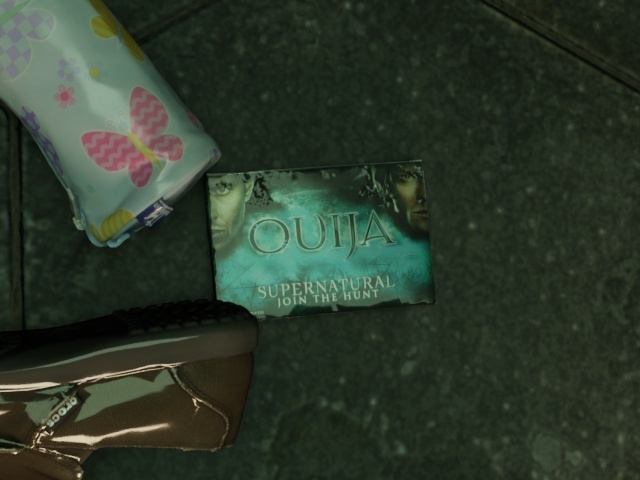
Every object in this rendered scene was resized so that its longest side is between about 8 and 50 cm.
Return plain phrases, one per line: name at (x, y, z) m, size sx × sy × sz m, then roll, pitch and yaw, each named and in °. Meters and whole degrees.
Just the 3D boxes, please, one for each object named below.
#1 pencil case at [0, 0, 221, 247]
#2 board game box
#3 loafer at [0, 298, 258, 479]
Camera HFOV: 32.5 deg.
pencil case at (-0.199, -0.127, 0.847) m, size 0.124 × 0.113 × 0.273 m, roll -37°, pitch 94°, yaw 15°
board game box at (0.000, 0.000, 0.919) m, size 0.186 × 0.026 × 0.126 m, roll -5°, pitch 87°, yaw -12°
loafer at (-0.220, 0.135, 0.808) m, size 0.366 × 0.134 × 0.130 m, roll -8°, pitch 98°, yaw -8°
